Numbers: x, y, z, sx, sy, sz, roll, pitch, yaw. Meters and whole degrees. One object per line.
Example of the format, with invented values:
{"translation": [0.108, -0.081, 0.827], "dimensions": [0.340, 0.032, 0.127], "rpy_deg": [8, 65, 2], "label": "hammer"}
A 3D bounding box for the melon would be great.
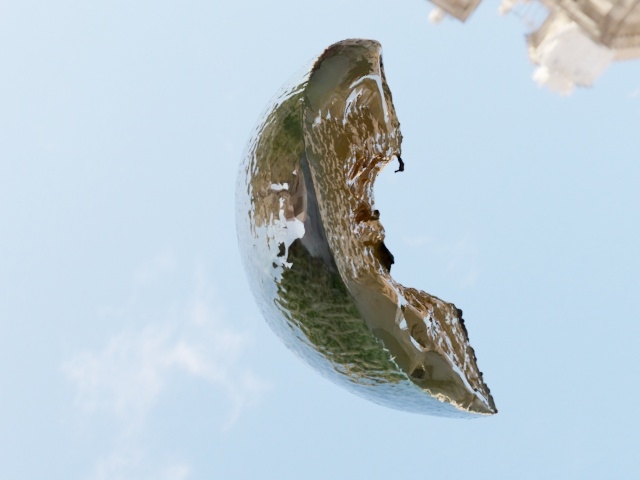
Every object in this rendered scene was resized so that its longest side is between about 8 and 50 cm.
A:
{"translation": [0.000, 0.000, 0.478], "dimensions": [0.128, 0.079, 0.160], "rpy_deg": [12, -119, -66], "label": "melon"}
